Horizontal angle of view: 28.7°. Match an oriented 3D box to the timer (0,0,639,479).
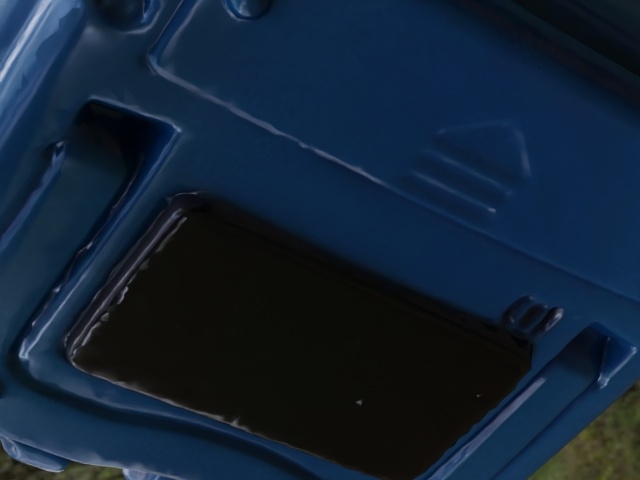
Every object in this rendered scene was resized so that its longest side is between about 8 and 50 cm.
[{"bbox_3d":[0.000,0.000,0.529,0.340,0.309,0.115,24,-146,-27],"label":"timer"}]
